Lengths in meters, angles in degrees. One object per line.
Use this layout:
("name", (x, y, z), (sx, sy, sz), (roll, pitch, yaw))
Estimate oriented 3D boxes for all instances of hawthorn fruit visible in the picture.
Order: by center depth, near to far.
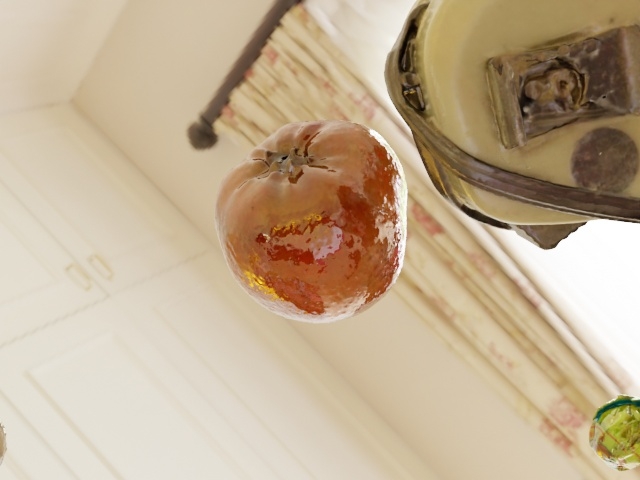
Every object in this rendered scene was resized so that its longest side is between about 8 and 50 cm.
("hawthorn fruit", (0.000, 0.000, 0.988), (0.196, 0.196, 0.225), (-40, -50, -26))

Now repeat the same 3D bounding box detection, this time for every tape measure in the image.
("tape measure", (0.183, -0.096, 0.791), (0.231, 0.271, 0.133), (-24, 16, -4))

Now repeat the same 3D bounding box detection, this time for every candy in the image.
("candy", (0.413, 0.163, 1.093), (0.262, 0.077, 0.073), (-32, -50, 1))

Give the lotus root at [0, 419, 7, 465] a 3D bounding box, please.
("lotus root", (-0.296, 0.108, 0.701), (0.135, 0.159, 0.095), (126, 163, -68))
